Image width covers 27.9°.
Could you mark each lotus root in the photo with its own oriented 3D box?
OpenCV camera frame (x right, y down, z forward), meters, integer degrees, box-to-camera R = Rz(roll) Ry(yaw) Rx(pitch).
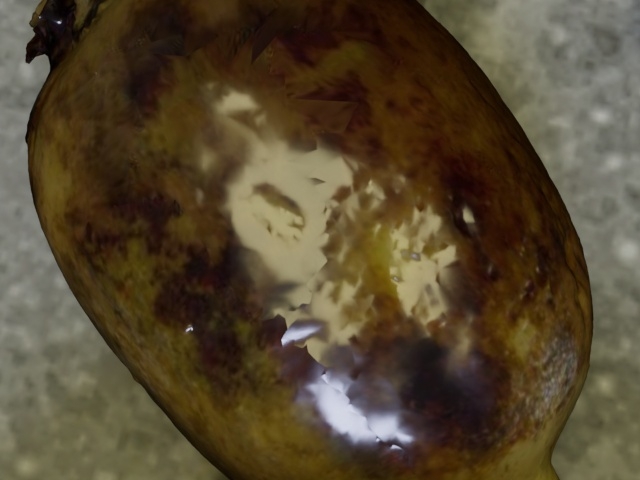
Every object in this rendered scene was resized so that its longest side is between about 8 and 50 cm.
[{"bbox_3d":[0.000,0.000,0.468,0.169,0.141,0.314,-38,80,-1],"label":"lotus root"}]
